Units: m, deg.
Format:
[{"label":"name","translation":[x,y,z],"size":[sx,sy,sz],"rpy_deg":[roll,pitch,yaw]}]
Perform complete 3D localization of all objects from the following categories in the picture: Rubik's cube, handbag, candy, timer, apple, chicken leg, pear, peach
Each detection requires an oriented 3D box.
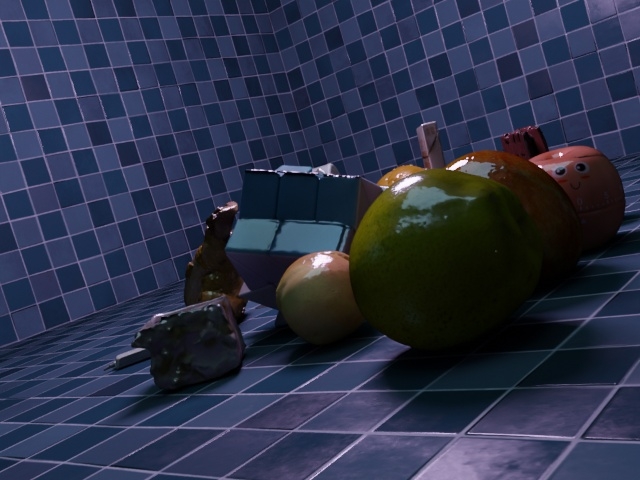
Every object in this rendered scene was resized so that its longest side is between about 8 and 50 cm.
[{"label":"Rubik's cube","translation":[0.000,0.000,1.623],"size":[0.387,0.368,0.358],"rpy_deg":[7,58,23]},{"label":"handbag","translation":[0.616,-0.194,2.110],"size":[0.084,0.275,0.260],"rpy_deg":[-18,3,3]},{"label":"candy","translation":[-0.247,0.194,1.399],"size":[0.185,0.137,0.195],"rpy_deg":[-17,3,-3]},{"label":"timer","translation":[0.519,-0.085,1.531],"size":[0.229,0.215,0.229],"rpy_deg":[-16,5,1]},{"label":"apple","translation":[0.322,-0.038,1.352],"size":[0.301,0.301,0.301],"rpy_deg":[-16,5,1]},{"label":"chicken leg","translation":[-0.255,0.095,1.860],"size":[0.182,0.409,0.295],"rpy_deg":[9,38,-11]},{"label":"pear","translation":[0.177,0.029,1.100],"size":[0.294,0.294,0.294],"rpy_deg":[-16,5,1]},{"label":"peach","translation":[0.010,0.106,1.355],"size":[0.184,0.184,0.184],"rpy_deg":[-16,5,1]}]

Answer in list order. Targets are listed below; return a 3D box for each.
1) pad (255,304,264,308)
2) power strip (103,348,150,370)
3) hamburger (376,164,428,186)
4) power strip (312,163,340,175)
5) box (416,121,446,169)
[{"label":"pad","translation":[-0.076,0.159,2.033],"size":[0.190,0.004,0.127],"rpy_deg":[-14,5,33]},{"label":"power strip","translation":[-0.407,0.266,1.771],"size":[0.252,0.027,0.060],"rpy_deg":[-18,5,-22]},{"label":"hamburger","translation":[0.241,-0.085,2.045],"size":[0.158,0.318,0.318],"rpy_deg":[31,-22,-28]},{"label":"power strip","translation":[0.012,-0.057,2.146],"size":[0.161,0.357,0.357],"rpy_deg":[-17,4,12]},{"label":"box","translation":[0.360,-0.175,2.214],"size":[0.051,0.365,0.204],"rpy_deg":[-12,5,5]}]
